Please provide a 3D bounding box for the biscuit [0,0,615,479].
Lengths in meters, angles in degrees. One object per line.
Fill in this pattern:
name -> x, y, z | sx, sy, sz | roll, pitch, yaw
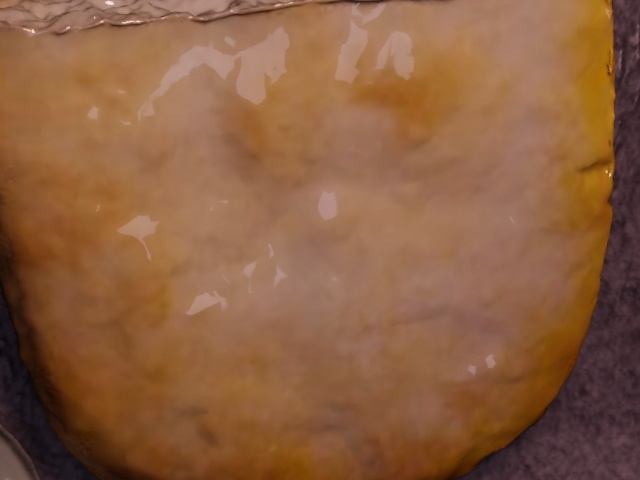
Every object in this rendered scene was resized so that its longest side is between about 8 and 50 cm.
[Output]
biscuit -> 0.000, 0.000, 1.277 | 0.429, 0.104, 0.446 | -14, 119, -10

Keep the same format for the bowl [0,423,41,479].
bowl -> -0.317, 0.265, 1.213 | 0.157, 0.337, 0.337 | 2, 104, 26
